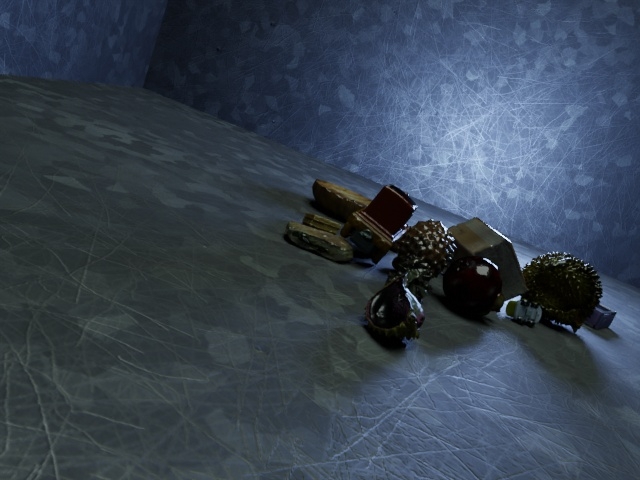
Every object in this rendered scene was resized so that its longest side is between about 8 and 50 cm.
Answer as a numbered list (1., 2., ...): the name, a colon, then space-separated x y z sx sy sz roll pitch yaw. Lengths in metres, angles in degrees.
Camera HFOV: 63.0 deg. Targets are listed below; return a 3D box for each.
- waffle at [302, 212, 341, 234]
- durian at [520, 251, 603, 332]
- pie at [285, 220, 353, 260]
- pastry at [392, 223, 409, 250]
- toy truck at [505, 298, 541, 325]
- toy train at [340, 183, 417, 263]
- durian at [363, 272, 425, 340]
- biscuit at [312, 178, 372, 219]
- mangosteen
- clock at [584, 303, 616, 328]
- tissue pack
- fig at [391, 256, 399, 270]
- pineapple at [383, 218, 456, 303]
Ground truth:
1. waffle: 0.002 -0.055 1.712 0.103 0.042 0.148 19 2 -13
2. durian: 0.824 0.168 1.798 0.293 0.258 0.258 28 15 3
3. pie: 0.001 -0.003 1.563 0.218 0.052 0.185 22 15 3
4. pastry: 0.248 -0.036 1.946 0.209 0.097 0.115 32 25 26
5. toy truck: 0.645 0.226 1.663 0.111 0.076 0.077 16 -4 -25
6. toy train: 0.200 -0.063 1.657 0.163 0.231 0.369 42 17 7
7. durian: 0.167 0.175 1.139 0.108 0.119 0.186 57 15 -23
8. biscuit: 0.109 -0.151 2.146 0.326 0.107 0.325 24 13 -6
9. mangosteen: 0.453 0.140 1.522 0.200 0.199 0.200 21 15 -6
10. clock: 1.064 0.280 2.060 0.193 0.073 0.145 7 21 -47
11. tissue pack: 0.537 0.079 1.828 0.239 0.238 0.305 20 15 -9
12. fig: 0.262 0.080 1.673 0.050 0.050 0.083 36 0 43
13. pineapple: 0.275 0.064 1.503 0.175 0.175 0.361 27 36 19
